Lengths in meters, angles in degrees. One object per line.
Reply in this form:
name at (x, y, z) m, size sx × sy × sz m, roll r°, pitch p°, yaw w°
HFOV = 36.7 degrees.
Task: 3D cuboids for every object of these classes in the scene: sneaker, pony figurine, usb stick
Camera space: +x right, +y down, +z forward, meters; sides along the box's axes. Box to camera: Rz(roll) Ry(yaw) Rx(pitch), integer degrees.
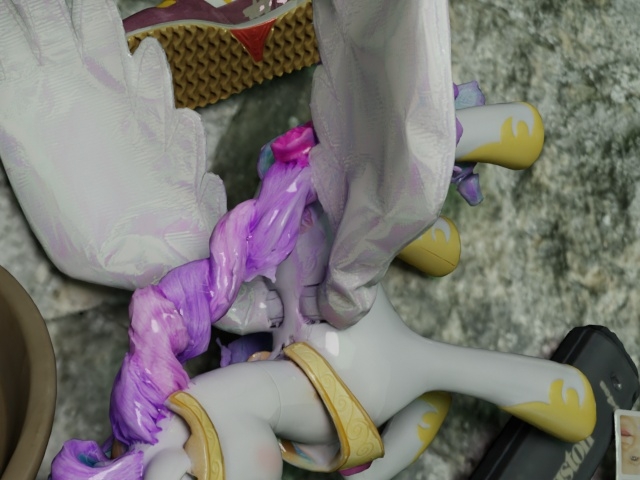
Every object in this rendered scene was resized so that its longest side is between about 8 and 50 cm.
sneaker at (-0.068, -0.143, 0.634) m, size 0.186 × 0.069 × 0.084 m, roll -17°, pitch 49°, yaw -22°
pony figurine at (0.000, 0.000, 0.515) m, size 0.363 × 0.303 × 0.350 m, roll -8°, pitch 88°, yaw -49°
usb stick at (0.140, 0.166, 0.649) m, size 0.077 × 0.045 × 0.278 m, roll 51°, pitch 55°, yaw -10°

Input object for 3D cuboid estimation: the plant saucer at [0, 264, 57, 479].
plant saucer at (-0.240, 0.085, 0.369) m, size 0.278 × 0.041 × 0.277 m, roll 0°, pitch 38°, yaw 0°

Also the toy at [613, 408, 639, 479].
toy at (0.267, 0.242, 0.673) m, size 0.137 × 0.056 × 0.237 m, roll 11°, pitch 74°, yaw -29°
